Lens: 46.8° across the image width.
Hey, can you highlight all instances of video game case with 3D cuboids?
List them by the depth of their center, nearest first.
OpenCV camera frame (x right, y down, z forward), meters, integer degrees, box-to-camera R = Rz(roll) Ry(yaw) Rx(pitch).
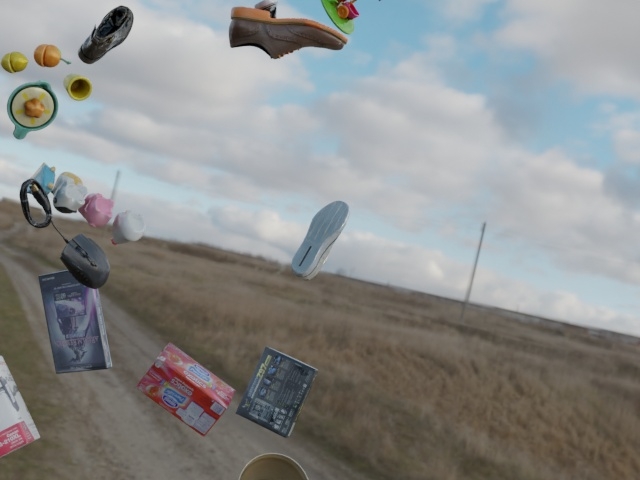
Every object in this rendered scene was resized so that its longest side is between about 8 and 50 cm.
[{"bbox_3d":[-0.659,0.215,1.981,0.196,0.274,0.026,-10,0,29],"label":"video game case"}]

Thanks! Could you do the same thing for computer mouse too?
[{"bbox_3d":[-0.429,-0.006,1.259,0.041,0.071,0.242,11,-37,37],"label":"computer mouse"}]

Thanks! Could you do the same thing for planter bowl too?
[{"bbox_3d":[-0.113,0.558,1.605,0.162,0.162,0.109,14,-36,-11],"label":"planter bowl"}]

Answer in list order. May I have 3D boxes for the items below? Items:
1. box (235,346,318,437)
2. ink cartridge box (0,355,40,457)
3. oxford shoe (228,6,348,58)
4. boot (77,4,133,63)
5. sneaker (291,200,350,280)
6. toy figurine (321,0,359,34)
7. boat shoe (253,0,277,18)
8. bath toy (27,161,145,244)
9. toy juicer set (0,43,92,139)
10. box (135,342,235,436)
[{"bbox_3d":[-0.135,0.475,2.318,0.183,0.233,0.059,22,-9,14],"label":"box"},{"bbox_3d":[-0.791,0.402,1.798,0.100,0.237,0.172,-26,-4,-15],"label":"ink cartridge box"},{"bbox_3d":[-0.100,-0.610,2.252,0.363,0.133,0.130,10,4,-4],"label":"oxford shoe"},{"bbox_3d":[-0.618,-0.646,2.221,0.091,0.263,0.229,40,-28,-20],"label":"boot"},{"bbox_3d":[0.000,0.000,2.145,0.094,0.258,0.091,32,-12,19],"label":"sneaker"},{"bbox_3d":[0.087,-0.584,1.672,0.159,0.173,0.130,-27,-2,30],"label":"toy figurine"},{"bbox_3d":[-0.174,-0.721,2.379,0.080,0.076,0.228,-27,8,-14],"label":"boat shoe"},{"bbox_3d":[-0.678,-0.094,2.161,0.348,0.151,0.129,33,-54,-32],"label":"bath toy"},{"bbox_3d":[-0.782,-0.380,1.942,0.089,0.329,0.209,38,-17,42],"label":"toy juicer set"},{"bbox_3d":[-0.400,0.445,2.210,0.257,0.128,0.122,37,16,-4],"label":"box"}]
